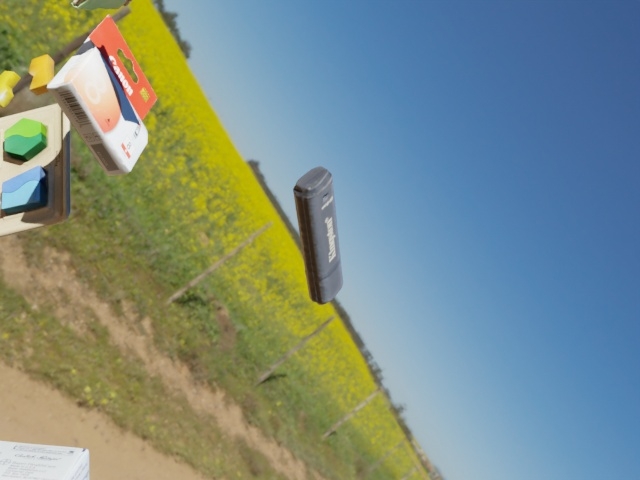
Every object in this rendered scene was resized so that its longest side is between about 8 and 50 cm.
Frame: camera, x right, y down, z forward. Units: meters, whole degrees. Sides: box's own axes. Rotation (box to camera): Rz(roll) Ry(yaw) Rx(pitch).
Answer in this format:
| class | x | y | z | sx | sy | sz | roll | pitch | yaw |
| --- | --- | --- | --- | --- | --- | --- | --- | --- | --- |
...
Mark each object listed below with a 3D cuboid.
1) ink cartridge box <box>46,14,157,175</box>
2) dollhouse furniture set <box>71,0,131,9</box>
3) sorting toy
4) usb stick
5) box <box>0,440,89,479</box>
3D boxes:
| class | x | y | z | sx | sy | sz | roll | pitch | yaw |
| --- | --- | --- | --- | --- | --- | --- | --- | --- | --- |
| ink cartridge box | -0.268 | -0.196 | 0.939 | 0.179 | 0.045 | 0.145 | -70 | 147 | -41 |
| dollhouse furniture set | -0.216 | -0.295 | 0.828 | 0.076 | 0.151 | 0.058 | -33 | 96 | -50 |
| sorting toy | -0.487 | -0.145 | 1.080 | 0.041 | 0.229 | 0.307 | 56 | 21 | -63 |
| usb stick | 0.000 | 0.000 | 1.176 | 0.045 | 0.077 | 0.278 | 30 | -34 | 32 |
| box | -0.256 | 0.235 | 0.556 | 0.072 | 0.126 | 0.137 | -80 | 176 | -77 |
